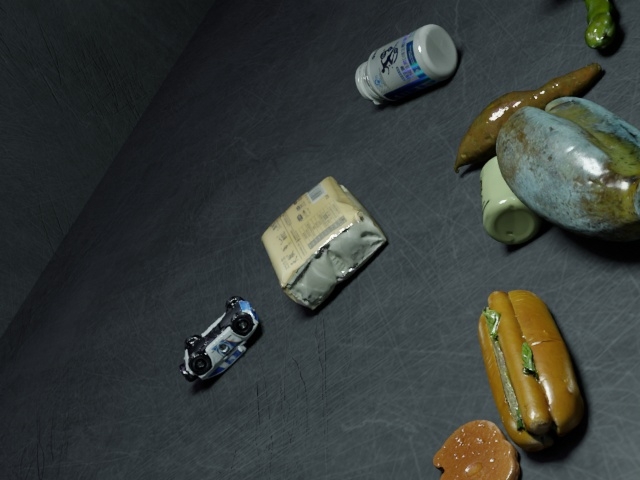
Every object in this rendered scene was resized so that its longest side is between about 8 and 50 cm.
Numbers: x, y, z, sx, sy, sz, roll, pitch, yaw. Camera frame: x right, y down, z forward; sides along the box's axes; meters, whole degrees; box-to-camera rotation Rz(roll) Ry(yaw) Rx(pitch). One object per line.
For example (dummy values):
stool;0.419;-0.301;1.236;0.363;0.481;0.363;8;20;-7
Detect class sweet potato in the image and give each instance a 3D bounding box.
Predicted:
sweet potato;0.297;-0.192;1.490;0.269;0.075;0.075;-34;28;22

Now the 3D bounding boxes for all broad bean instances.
broad bean;0.430;-0.364;1.549;0.053;0.052;0.256;3;37;4

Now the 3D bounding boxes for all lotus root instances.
lotus root;0.330;-0.071;1.186;0.158;0.140;0.322;-11;30;-16

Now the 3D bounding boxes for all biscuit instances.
biscuit;0.174;0.255;1.106;0.102;0.019;0.130;-42;25;12

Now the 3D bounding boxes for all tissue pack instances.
tissue pack;0.000;0.000;1.674;0.186;0.090;0.222;-44;26;5

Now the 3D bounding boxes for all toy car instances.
toy car;-0.175;0.179;1.719;0.171;0.070;0.080;-44;25;5

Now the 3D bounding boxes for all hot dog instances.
hot dog;0.231;0.136;1.129;0.100;0.068;0.249;-40;26;19

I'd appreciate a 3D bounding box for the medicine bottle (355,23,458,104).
medicine bottle;0.158;-0.327;1.867;0.191;0.107;0.107;-17;39;48

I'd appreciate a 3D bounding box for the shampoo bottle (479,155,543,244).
shampoo bottle;0.260;-0.071;1.366;0.079;0.079;0.162;-34;29;28
